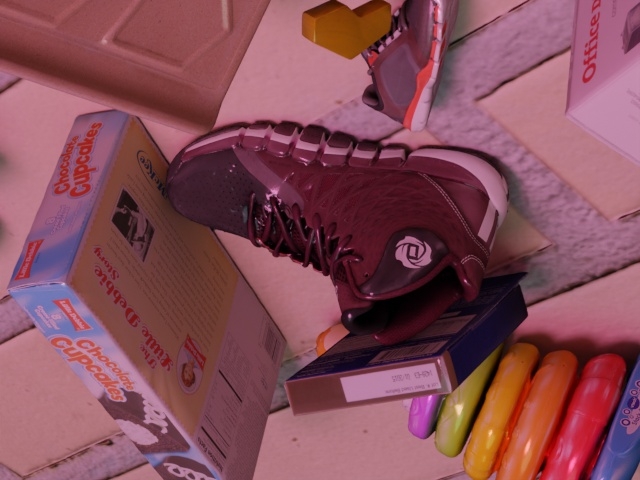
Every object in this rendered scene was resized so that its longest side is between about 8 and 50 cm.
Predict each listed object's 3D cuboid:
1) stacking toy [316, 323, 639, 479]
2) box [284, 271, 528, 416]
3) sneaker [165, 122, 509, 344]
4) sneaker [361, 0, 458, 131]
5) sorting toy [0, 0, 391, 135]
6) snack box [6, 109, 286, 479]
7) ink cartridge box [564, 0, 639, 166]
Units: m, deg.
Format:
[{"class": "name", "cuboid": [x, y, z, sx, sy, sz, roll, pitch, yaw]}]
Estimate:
[{"class": "stacking toy", "cuboid": [0.136, 0.139, 1.414, 0.302, 0.175, 0.166, 23, 136, 11]}, {"class": "box", "cuboid": [0.080, 0.080, 1.292, 0.136, 0.225, 0.036, -12, 101, 28]}, {"class": "sneaker", "cuboid": [0.000, 0.000, 1.250, 0.281, 0.162, 0.106, 2, 140, 13]}, {"class": "sneaker", "cuboid": [0.058, -0.139, 1.152, 0.065, 0.061, 0.158, 17, 141, 6]}, {"class": "sorting toy", "cuboid": [-0.077, -0.187, 1.024, 0.307, 0.041, 0.229, 17, 103, -35]}, {"class": "snack box", "cuboid": [-0.133, 0.067, 1.351, 0.060, 0.187, 0.322, -8, 136, 24]}, {"class": "ink cartridge box", "cuboid": [0.256, -0.162, 0.985, 0.092, 0.158, 0.218, 28, 139, -19]}]
